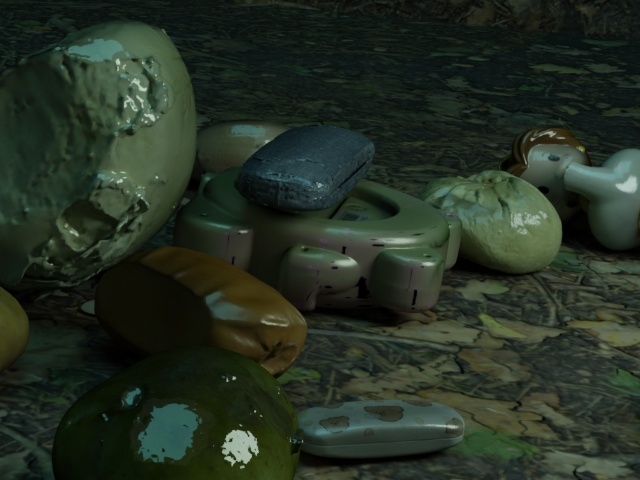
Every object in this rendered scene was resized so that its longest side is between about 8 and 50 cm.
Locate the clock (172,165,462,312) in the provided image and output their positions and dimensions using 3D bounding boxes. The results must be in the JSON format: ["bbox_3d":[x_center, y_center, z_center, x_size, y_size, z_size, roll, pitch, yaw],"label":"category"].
[{"bbox_3d":[0.000,0.000,1.909,0.309,0.114,0.284,11,16,9],"label":"clock"}]

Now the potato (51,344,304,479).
[{"bbox_3d":[-0.109,0.168,1.303,0.197,0.148,0.228,34,28,30],"label":"potato"}]

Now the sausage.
[{"bbox_3d":[-0.124,0.075,1.623,0.241,0.120,0.136,21,9,41],"label":"sausage"}]

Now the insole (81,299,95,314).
[{"bbox_3d":[-0.165,0.074,1.800,0.197,0.004,0.065,1,18,-14],"label":"insole"}]

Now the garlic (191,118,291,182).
[{"bbox_3d":[-0.134,-0.115,2.265,0.267,0.148,0.128,9,54,-2],"label":"garlic"}]

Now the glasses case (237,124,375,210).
[{"bbox_3d":[-0.013,-0.086,1.877,0.109,0.067,0.282,10,19,12],"label":"glasses case"}]

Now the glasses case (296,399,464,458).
[{"bbox_3d":[0.052,0.172,1.494,0.164,0.041,0.063,-2,19,-19],"label":"glasses case"}]

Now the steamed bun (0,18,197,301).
[{"bbox_3d":[-0.269,-0.081,1.815,0.334,0.233,0.312,-31,-1,15],"label":"steamed bun"}]

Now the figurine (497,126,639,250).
[{"bbox_3d":[0.347,-0.067,2.172,0.263,0.142,0.189,16,-11,34],"label":"figurine"}]

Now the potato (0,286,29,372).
[{"bbox_3d":[-0.345,0.087,1.544,0.118,0.109,0.178,-13,8,15],"label":"potato"}]

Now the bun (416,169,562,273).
[{"bbox_3d":[0.211,-0.030,2.049,0.188,0.111,0.164,23,24,36],"label":"bun"}]
